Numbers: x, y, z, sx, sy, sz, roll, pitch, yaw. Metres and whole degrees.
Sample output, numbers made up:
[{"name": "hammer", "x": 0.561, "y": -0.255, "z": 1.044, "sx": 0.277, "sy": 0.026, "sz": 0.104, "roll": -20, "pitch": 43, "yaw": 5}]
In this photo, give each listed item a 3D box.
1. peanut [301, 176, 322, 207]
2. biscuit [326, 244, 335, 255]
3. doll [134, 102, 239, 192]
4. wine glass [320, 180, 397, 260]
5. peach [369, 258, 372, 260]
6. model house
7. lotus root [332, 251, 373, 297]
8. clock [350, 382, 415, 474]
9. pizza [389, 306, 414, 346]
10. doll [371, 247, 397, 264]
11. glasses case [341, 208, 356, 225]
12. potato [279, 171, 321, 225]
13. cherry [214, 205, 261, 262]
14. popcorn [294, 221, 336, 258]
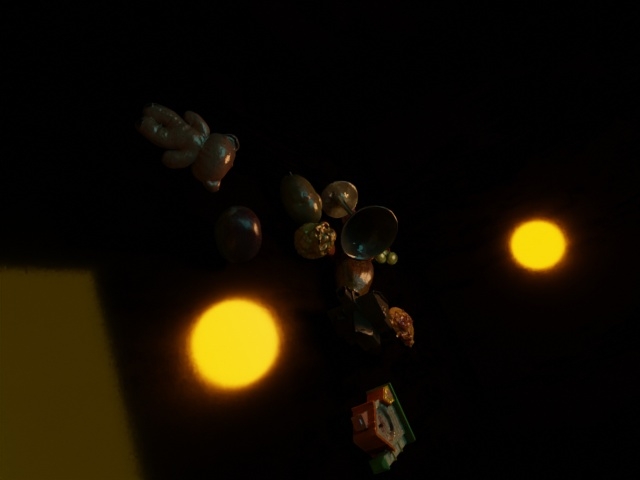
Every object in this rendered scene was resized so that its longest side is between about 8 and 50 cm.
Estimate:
[{"name": "peanut", "x": -0.063, "y": -0.217, "z": 2.012, "sx": 0.207, "sy": 0.087, "sz": 0.087, "roll": 50, "pitch": 23, "yaw": -25}, {"name": "biscuit", "x": 0.006, "y": 0.012, "z": 1.951, "sx": 0.206, "sy": 0.025, "sz": 0.126, "roll": 37, "pitch": 30, "yaw": -42}, {"name": "doll", "x": -0.415, "y": -0.296, "z": 1.313, "sx": 0.303, "sy": 0.156, "sz": 0.201, "roll": 30, "pitch": 74, "yaw": -20}, {"name": "wine glass", "x": 0.151, "y": -0.114, "z": 1.965, "sx": 0.267, "sy": 0.267, "sz": 0.406, "roll": 46, "pitch": 6, "yaw": -31}, {"name": "peach", "x": 0.227, "y": 0.045, "z": 2.276, "sx": 0.151, "sy": 0.118, "sz": 0.151, "roll": 6, "pitch": 61, "yaw": -11}, {"name": "model house", "x": 0.138, "y": 0.283, "z": 1.631, "sx": 0.243, "sy": 0.211, "sz": 0.205, "roll": 51, "pitch": 20, "yaw": -33}, {"name": "lotus root", "x": 0.140, "y": 0.169, "z": 1.870, "sx": 0.193, "sy": 0.193, "sz": 0.291, "roll": 51, "pitch": 17, "yaw": -20}, {"name": "clock", "x": 0.207, "y": 0.645, "z": 1.468, "sx": 0.255, "sy": 0.106, "sz": 0.220, "roll": 7, "pitch": 56, "yaw": -64}, {"name": "pizza", "x": 0.451, "y": 0.461, "z": 2.280, "sx": 0.289, "sy": 0.081, "sz": 0.229, "roll": 28, "pitch": 38, "yaw": -56}, {"name": "doll", "x": 0.335, "y": 0.004, "z": 2.486, "sx": 0.198, "sy": 0.186, "sz": 0.322, "roll": 13, "pitch": 62, "yaw": -21}, {"name": "glasses case", "x": 0.164, "y": -0.133, "z": 2.417, "sx": 0.123, "sy": 0.075, "sz": 0.317, "roll": 41, "pitch": 28, "yaw": -42}, {"name": "potato", "x": -0.090, "y": -0.176, "z": 1.815, "sx": 0.174, "sy": 0.159, "sz": 0.252, "roll": -141, "pitch": -152, "yaw": -75}, {"name": "cherry", "x": -0.243, "y": -0.026, "z": 1.267, "sx": 0.139, "sy": 0.176, "sz": 0.176, "roll": 5, "pitch": 52, "yaw": -27}, {"name": "popcorn", "x": -0.023, "y": -0.006, "z": 1.730, "sx": 0.180, "sy": 0.180, "sz": 0.170, "roll": 42, "pitch": -6, "yaw": -37}]
